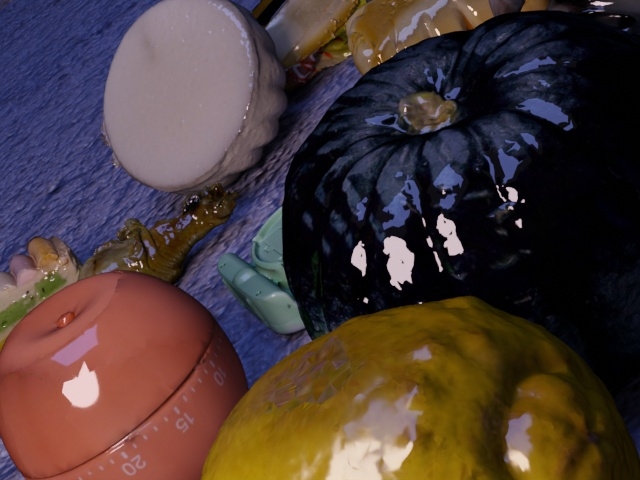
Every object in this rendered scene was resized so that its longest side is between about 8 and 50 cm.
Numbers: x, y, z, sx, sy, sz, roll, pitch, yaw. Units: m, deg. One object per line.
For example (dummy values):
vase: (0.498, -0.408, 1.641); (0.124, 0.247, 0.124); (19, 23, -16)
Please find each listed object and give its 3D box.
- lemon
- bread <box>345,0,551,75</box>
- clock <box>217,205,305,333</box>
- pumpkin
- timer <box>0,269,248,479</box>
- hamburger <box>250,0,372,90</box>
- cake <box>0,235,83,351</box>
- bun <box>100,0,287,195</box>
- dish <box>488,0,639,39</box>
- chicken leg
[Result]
lemon: (0.060, 0.181, 1.003); (0.316, 0.285, 0.285); (106, -173, -46)
bread: (0.179, -0.273, 1.763); (0.311, 0.121, 0.173); (-32, 30, 11)
clock: (0.000, 0.000, 1.599); (0.211, 0.066, 0.159); (-41, 27, -11)
pumpkin: (0.145, -0.018, 1.226); (0.363, 0.266, 0.363); (-24, 29, 14)
timer: (-0.183, 0.149, 1.417); (0.230, 0.215, 0.229); (-26, 22, 12)
hamburger: (-0.022, -0.287, 2.055); (0.210, 0.116, 0.173); (-52, 23, -17)
cake: (-0.365, 0.099, 1.834); (0.225, 0.109, 0.090); (-45, 27, -17)
bun: (-0.134, -0.177, 1.955); (0.263, 0.175, 0.263); (-6, 80, 36)
dish: (0.270, -0.182, 1.370); (0.273, 0.273, 0.133); (-9, 54, 44)
chicken leg: (-0.195, 0.007, 1.804); (0.228, 0.088, 0.103); (-44, 13, -6)
